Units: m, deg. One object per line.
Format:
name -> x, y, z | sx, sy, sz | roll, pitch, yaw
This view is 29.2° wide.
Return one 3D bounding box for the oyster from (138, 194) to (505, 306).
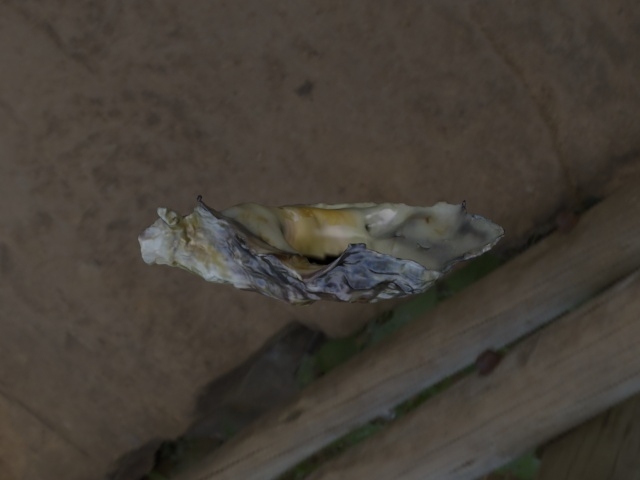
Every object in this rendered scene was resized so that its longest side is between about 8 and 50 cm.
oyster -> 0.001, 0.011, 1.096 | 0.271, 0.275, 0.100 | -175, 85, -65
